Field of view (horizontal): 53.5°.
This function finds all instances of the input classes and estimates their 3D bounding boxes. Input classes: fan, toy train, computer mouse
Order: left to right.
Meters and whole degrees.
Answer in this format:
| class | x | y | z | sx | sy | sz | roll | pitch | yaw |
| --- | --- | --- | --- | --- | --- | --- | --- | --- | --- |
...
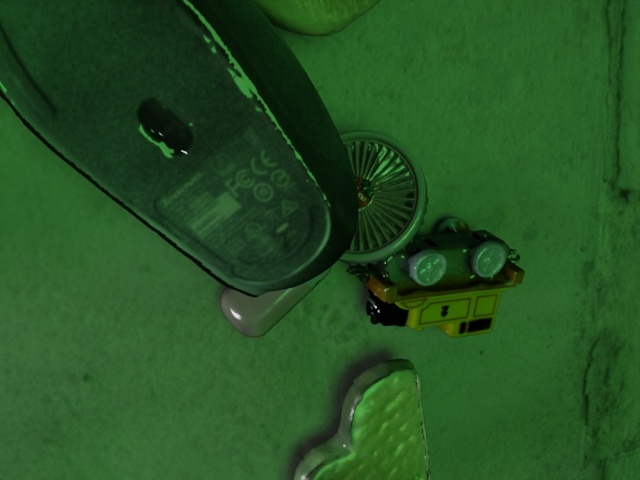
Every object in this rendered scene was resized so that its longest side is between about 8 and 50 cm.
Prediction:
| class | x | y | z | sx | sy | sz | roll | pitch | yaw |
| --- | --- | --- | --- | --- | --- | --- | --- | --- | --- |
| computer mouse | -0.119 | -0.110 | 0.532 | 0.203 | 0.114 | 0.374 | -34 | 112 | 19 |
| fan | 0.000 | 0.000 | 0.629 | 0.244 | 0.074 | 0.130 | -45 | 74 | 3 |
| toy train | 0.127 | 0.047 | 0.705 | 0.219 | 0.089 | 0.127 | -5 | 114 | -23 |

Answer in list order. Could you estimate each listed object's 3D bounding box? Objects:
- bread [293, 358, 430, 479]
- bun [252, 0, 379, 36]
| class | x | y | z | sx | sy | sz | roll | pitch | yaw |
| --- | --- | --- | --- | --- | --- | --- | --- | --- | --- |
| bread | 0.065 | 0.246 | 0.736 | 0.172 | 0.064 | 0.232 | 28 | 92 | -26 |
| bun | -0.012 | -0.281 | 0.548 | 0.178 | 0.128 | 0.193 | -24 | 122 | -17 |
